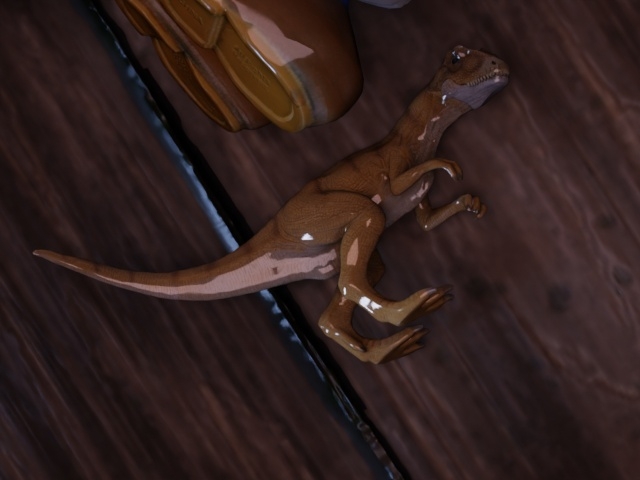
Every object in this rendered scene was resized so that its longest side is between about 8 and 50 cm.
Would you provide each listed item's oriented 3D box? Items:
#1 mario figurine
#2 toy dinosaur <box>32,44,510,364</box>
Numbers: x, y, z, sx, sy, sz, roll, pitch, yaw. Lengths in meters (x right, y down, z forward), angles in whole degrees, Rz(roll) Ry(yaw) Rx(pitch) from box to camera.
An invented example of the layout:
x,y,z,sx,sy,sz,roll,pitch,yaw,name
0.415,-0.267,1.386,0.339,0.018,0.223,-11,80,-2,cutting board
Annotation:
x,y,z,sx,sy,sz,roll,pitch,yaw,name
0.088,-0.151,0.700,0.320,0.170,0.198,-44,50,-10,mario figurine
0.000,0.000,0.803,0.211,0.064,0.112,-33,71,3,toy dinosaur
